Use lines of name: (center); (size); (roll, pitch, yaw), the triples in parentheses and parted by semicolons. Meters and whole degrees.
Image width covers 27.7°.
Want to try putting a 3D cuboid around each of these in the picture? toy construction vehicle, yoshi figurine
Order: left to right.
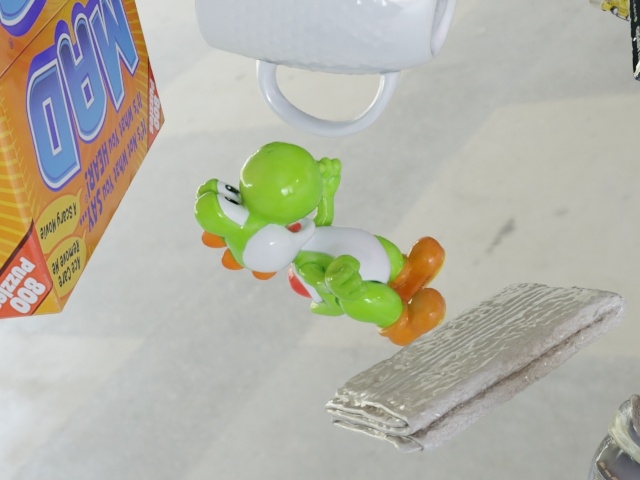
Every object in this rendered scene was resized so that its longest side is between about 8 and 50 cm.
yoshi figurine: (0.014, -0.012, 1.735); (0.203, 0.362, 0.203); (-67, 20, -8)
toy construction vehicle: (0.415, -0.312, 1.734); (0.098, 0.035, 0.086); (13, 15, -35)

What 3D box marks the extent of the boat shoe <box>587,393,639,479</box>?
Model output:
boat shoe: (0.285, 0.226, 1.084); (0.130, 0.355, 0.132); (-51, 56, 3)

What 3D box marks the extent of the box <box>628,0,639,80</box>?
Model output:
box: (0.307, -0.255, 1.044); (0.051, 0.175, 0.220); (15, 50, -9)

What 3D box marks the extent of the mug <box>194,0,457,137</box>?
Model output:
mug: (0.017, -0.330, 1.871); (0.328, 0.374, 0.276); (15, 24, 13)

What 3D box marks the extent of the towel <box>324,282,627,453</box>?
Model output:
towel: (0.154, 0.122, 1.297); (0.282, 0.049, 0.187); (-29, 14, -22)

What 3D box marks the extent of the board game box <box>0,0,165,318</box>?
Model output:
board game box: (-0.368, -0.164, 1.027); (0.357, 0.356, 0.356); (-6, 27, 10)
